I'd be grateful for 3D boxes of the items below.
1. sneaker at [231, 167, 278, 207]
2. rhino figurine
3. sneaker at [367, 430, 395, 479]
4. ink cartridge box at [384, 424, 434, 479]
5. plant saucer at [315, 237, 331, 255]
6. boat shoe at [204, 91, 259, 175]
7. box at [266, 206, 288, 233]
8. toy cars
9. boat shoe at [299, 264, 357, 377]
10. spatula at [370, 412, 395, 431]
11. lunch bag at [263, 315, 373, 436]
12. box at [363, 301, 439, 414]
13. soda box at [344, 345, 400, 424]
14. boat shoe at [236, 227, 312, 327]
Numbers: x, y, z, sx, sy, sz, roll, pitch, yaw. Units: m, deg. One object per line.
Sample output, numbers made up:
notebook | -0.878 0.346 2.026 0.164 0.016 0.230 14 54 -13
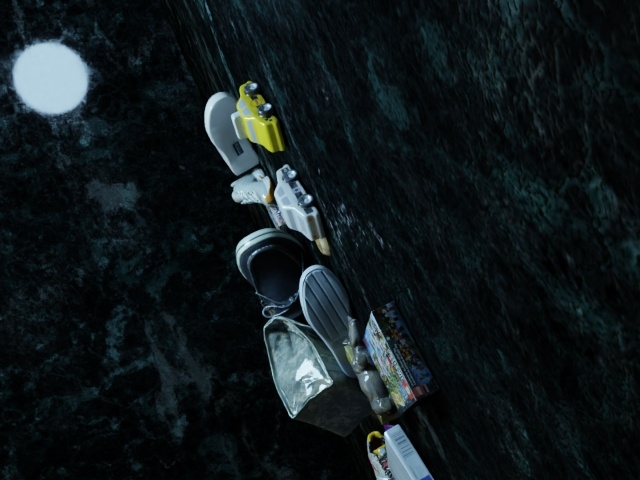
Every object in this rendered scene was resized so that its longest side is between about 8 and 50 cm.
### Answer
sneaker | -0.201 -0.139 2.110 0.262 0.121 0.099 -135 22 -68
rhino figurine | 0.102 0.260 1.468 0.106 0.073 0.243 84 162 -57
sneaker | 0.179 0.626 1.953 0.225 0.088 0.093 -127 17 -58
ink cartridge box | 0.221 0.555 1.588 0.223 0.045 0.224 56 166 33
plant saucer | 0.000 0.000 1.587 0.083 0.015 0.083 156 90 -82
boat shoe | -0.286 -0.339 2.051 0.158 0.127 0.340 53 167 29
box | -0.142 -0.079 2.225 0.094 0.027 0.137 83 162 -60
toy cars | -0.106 -0.169 1.535 0.176 0.087 0.394 141 105 -82
boat shoe | 0.027 0.185 1.626 0.302 0.109 0.094 66 174 -21
spatula | 0.170 0.477 1.783 0.084 0.030 0.296 64 172 -6
lunch bag | -0.006 0.321 1.772 0.235 0.169 0.287 35 -164 -45
box | 0.134 0.212 1.225 0.233 0.044 0.159 90 156 -70
soda box | 0.118 0.305 1.540 0.061 0.058 0.181 79 166 -57
boat shoe | -0.092 0.140 2.001 0.156 0.186 0.500 61 177 39
